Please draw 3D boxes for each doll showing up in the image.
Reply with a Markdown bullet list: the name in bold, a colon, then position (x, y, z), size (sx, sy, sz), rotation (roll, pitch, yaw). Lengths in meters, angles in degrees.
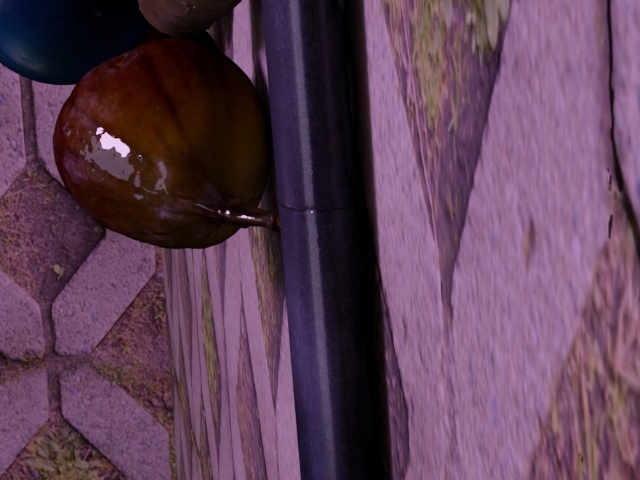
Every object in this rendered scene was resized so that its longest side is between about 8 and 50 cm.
- **doll**: position (-0.226, -0.232, 1.555), size (0.186, 0.322, 0.198), rotation (-3, 55, 59)

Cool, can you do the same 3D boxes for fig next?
- **fig**: position (-0.095, -0.055, 1.197), size (0.274, 0.170, 0.145), rotation (39, 151, 51)

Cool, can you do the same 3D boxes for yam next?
- **yam**: position (-0.079, -0.197, 1.102), size (0.371, 0.083, 0.083), rotation (-173, 78, -76)

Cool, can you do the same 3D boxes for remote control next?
- **remote control**: position (0.000, 0.000, 0.868), size (0.107, 0.044, 0.377), rotation (-162, 68, -76)
